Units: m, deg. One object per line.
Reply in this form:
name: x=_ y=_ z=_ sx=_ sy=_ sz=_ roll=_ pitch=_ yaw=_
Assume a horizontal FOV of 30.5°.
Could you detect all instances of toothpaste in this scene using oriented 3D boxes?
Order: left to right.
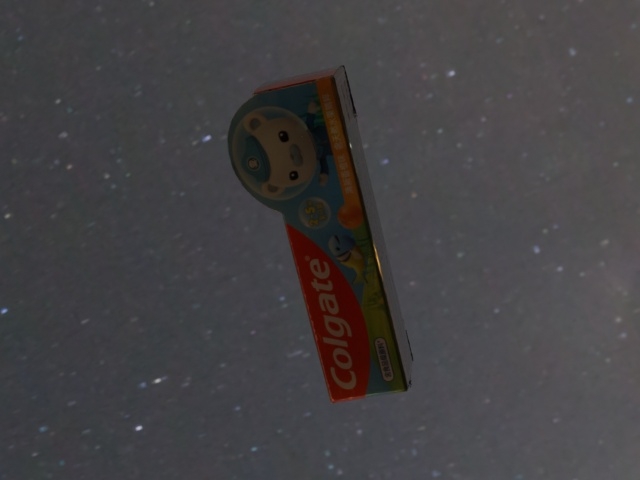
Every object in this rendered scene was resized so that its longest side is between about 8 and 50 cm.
toothpaste: x=0.000 y=0.000 z=0.694 sx=0.044 sy=0.070 sz=0.194 roll=-63 pitch=-39 yaw=-71
